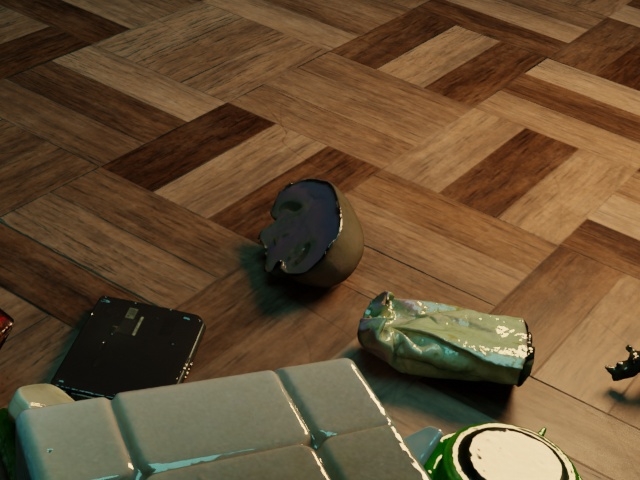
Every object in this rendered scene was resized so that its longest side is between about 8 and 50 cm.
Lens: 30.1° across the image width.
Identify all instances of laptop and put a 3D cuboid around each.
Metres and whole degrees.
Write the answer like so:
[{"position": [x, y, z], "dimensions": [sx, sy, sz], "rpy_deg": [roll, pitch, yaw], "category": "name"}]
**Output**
[{"position": [-0.240, 0.145, 1.512], "dimensions": [0.153, 0.026, 0.207], "rpy_deg": [10, 32, 5], "category": "laptop"}]

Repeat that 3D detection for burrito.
[{"position": [0.162, 0.134, 1.563], "dimensions": [0.228, 0.089, 0.144], "rpy_deg": [10, 19, 3], "category": "burrito"}]

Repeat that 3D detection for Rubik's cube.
[{"position": [-0.071, 0.328, 0.995], "dimensions": [0.318, 0.322, 0.316], "rpy_deg": [-6, 36, -23], "category": "Rubik's cube"}]

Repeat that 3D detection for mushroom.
[{"position": [0.000, 0.000, 1.710], "dimensions": [0.117, 0.141, 0.188], "rpy_deg": [32, 28, -28], "category": "mushroom"}]

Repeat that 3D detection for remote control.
[{"position": [-0.246, 0.242, 1.291], "dimensions": [0.230, 0.049, 0.090], "rpy_deg": [38, 11, 20], "category": "remote control"}]

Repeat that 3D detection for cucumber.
[{"position": [-0.310, 0.265, 1.289], "dimensions": [0.056, 0.056, 0.250], "rpy_deg": [-7, 35, -22], "category": "cucumber"}]

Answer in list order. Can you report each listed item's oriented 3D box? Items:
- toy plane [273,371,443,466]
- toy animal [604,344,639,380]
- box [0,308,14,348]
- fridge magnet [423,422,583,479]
[{"position": [0.018, 0.223, 1.258], "dimensions": [0.252, 0.252, 0.118], "rpy_deg": [26, 68, 26], "category": "toy plane"}, {"position": [0.444, 0.172, 1.580], "dimensions": [0.135, 0.065, 0.047], "rpy_deg": [7, 32, 1], "category": "toy animal"}, {"position": [-0.554, 0.145, 1.277], "dimensions": [0.264, 0.116, 0.415], "rpy_deg": [37, 37, -1], "category": "box"}, {"position": [0.208, 0.280, 1.340], "dimensions": [0.208, 0.088, 0.208], "rpy_deg": [7, 31, -5], "category": "fridge magnet"}]
